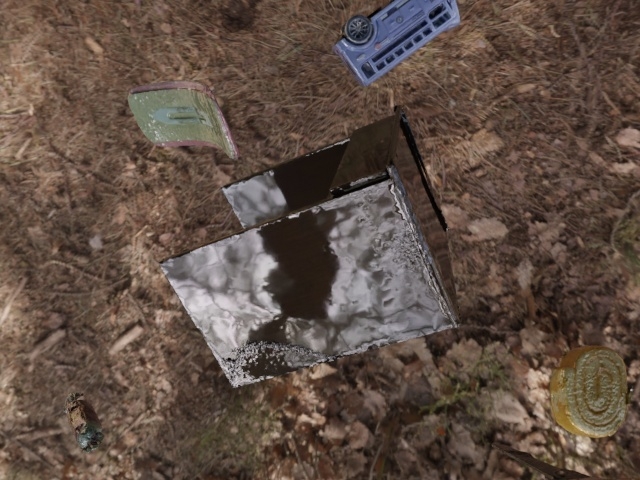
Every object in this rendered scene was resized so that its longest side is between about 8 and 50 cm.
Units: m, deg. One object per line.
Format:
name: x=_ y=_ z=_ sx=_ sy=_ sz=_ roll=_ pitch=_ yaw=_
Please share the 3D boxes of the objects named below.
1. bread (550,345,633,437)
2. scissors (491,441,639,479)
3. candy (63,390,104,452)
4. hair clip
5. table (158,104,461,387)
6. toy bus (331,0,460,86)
bread: x=0.445 y=0.248 z=0.948 sx=0.122 sy=0.073 sz=0.149 roll=7 pitch=75 yaw=-6
scissors: x=0.261 y=0.247 z=0.582 sx=0.160 sy=0.317 sz=0.024 roll=0 pitch=85 yaw=-14
candy: x=-0.361 y=0.279 z=0.871 sx=0.043 sy=0.175 sz=0.045 roll=42 pitch=77 yaw=-32
hair clip: x=-0.100 y=-0.089 z=0.422 sx=0.022 sy=0.137 sz=0.054 roll=-42 pitch=125 yaw=-27
table: x=0.000 y=0.000 z=0.706 sx=0.281 sy=0.251 sz=0.196 roll=-19 pitch=112 yaw=18
toy bus: x=0.096 y=-0.246 z=0.635 sx=0.167 sy=0.073 sz=0.076 roll=-34 pitch=104 yaw=7
